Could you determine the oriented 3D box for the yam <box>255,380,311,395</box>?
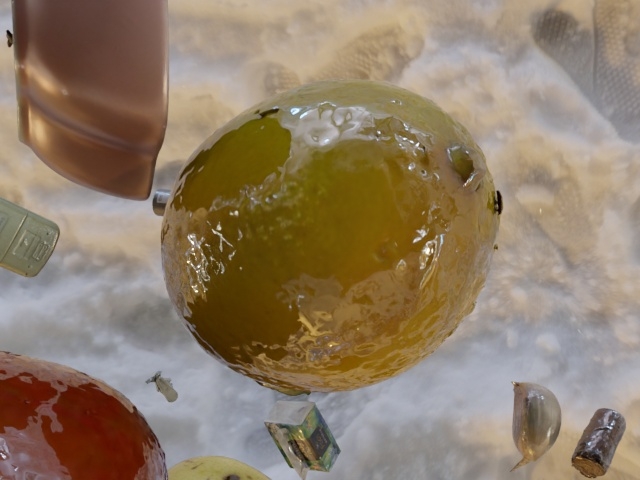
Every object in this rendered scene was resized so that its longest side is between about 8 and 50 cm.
[{"bbox_3d":[0.029,0.102,1.052,0.300,0.195,0.195,-35,77,32],"label":"yam"}]

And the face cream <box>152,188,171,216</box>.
[{"bbox_3d":[-0.291,-0.083,1.809,0.284,0.073,0.073,8,89,18],"label":"face cream"}]

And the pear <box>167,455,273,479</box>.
[{"bbox_3d":[-0.217,0.601,1.409,0.349,0.348,0.348,-1,87,17],"label":"pear"}]

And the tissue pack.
[{"bbox_3d":[-0.034,0.329,1.158,0.085,0.079,0.111,-6,120,35],"label":"tissue pack"}]

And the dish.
[{"bbox_3d":[-0.169,-0.132,0.492,0.091,0.213,0.213,-4,85,-23],"label":"dish"}]

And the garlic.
[{"bbox_3d":[0.462,0.409,1.552,0.091,0.128,0.198,11,72,-19],"label":"garlic"}]

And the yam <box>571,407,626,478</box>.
[{"bbox_3d":[0.598,0.434,1.517,0.079,0.079,0.141,32,54,16],"label":"yam"}]

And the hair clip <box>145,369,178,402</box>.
[{"bbox_3d":[-0.253,0.233,1.138,0.039,0.115,0.030,39,74,15],"label":"hair clip"}]

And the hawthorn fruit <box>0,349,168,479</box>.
[{"bbox_3d":[-0.232,0.194,0.433,0.295,0.295,0.311,-23,116,15],"label":"hawthorn fruit"}]

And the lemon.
[{"bbox_3d":[0.004,-0.001,0.538,0.263,0.236,0.235,1,86,59],"label":"lemon"}]

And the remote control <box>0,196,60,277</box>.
[{"bbox_3d":[-0.516,-0.029,1.064,0.038,0.234,0.098,20,81,57],"label":"remote control"}]
